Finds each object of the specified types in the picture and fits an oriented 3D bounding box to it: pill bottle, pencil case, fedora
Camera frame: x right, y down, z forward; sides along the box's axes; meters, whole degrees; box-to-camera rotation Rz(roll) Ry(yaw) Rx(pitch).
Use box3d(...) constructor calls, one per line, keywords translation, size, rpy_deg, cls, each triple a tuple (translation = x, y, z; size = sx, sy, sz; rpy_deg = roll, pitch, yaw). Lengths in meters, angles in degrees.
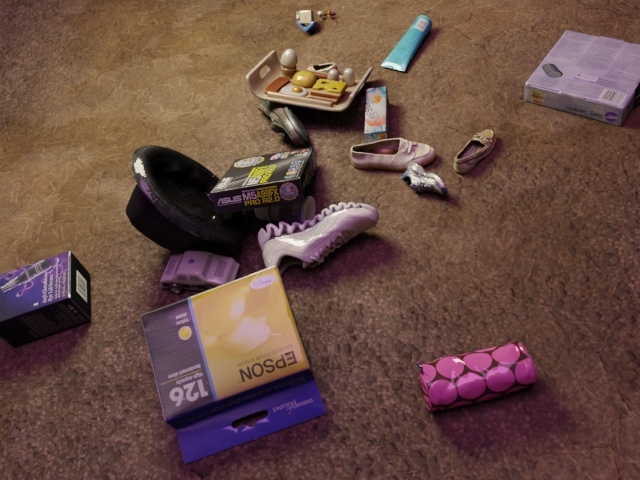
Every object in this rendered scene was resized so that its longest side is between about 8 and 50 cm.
box3d(translation=(-0.087, -0.077, 1.573), size=(0.137, 0.078, 0.078), rpy_deg=(7, 54, 22), cls="pill bottle")
box3d(translation=(0.288, 0.248, 1.198), size=(0.209, 0.095, 0.098), rpy_deg=(-12, 34, 3), cls="pencil case")
box3d(translation=(-0.341, -0.072, 1.533), size=(0.152, 0.334, 0.334), rpy_deg=(-43, 46, 21), cls="fedora")

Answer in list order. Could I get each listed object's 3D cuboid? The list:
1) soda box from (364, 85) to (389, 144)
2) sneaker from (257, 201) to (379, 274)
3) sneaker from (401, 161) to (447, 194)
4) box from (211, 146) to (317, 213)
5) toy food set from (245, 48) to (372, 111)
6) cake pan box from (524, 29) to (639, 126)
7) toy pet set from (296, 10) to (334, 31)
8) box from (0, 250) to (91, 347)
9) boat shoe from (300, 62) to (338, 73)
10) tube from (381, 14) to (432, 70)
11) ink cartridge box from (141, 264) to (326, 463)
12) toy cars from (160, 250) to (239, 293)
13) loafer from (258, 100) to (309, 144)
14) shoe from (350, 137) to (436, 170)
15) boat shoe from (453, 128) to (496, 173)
box3d(translation=(0.152, -0.329, 1.717), size=(0.058, 0.063, 0.183), rpy_deg=(-5, 51, 12), cls="soda box")
box3d(translation=(0.000, 0.000, 1.478), size=(0.292, 0.110, 0.118), rpy_deg=(-18, 56, 12), cls="sneaker")
box3d(translation=(0.250, -0.136, 1.549), size=(0.058, 0.052, 0.135), rpy_deg=(-44, 46, -8), cls="sneaker")
box3d(translation=(-0.130, -0.153, 1.583), size=(0.216, 0.060, 0.270), rpy_deg=(-7, 22, 10), cls="box")
box3d(translation=(-0.026, -0.461, 1.793), size=(0.305, 0.093, 0.220), rpy_deg=(12, 37, 12), cls="toy food set")
box3d(translation=(0.697, -0.420, 1.634), size=(0.266, 0.070, 0.246), rpy_deg=(24, 64, 31), cls="cake pan box")
box3d(translation=(-0.025, -0.717, 2.102), size=(0.122, 0.065, 0.114), rpy_deg=(4, 18, 15), cls="toy pet set")
box3d(translation=(-0.671, 0.142, 1.544), size=(0.207, 0.108, 0.153), rpy_deg=(-20, 50, -1), cls="box")
box3d(translation=(-0.013, -0.510, 1.926), size=(0.136, 0.043, 0.049), rpy_deg=(3, 55, 20), cls="boat shoe")
box3d(translation=(0.263, -0.582, 1.905), size=(0.080, 0.052, 0.207), rpy_deg=(19, 64, 34), cls="tube")
box3d(translation=(-0.179, 0.243, 1.279), size=(0.303, 0.072, 0.307), rpy_deg=(-20, 69, 0), cls="ink cartridge box")
box3d(translation=(-0.234, 0.120, 1.449), size=(0.176, 0.087, 0.393), rpy_deg=(-37, 51, -15), cls="toy cars")
box3d(translation=(-0.106, -0.331, 1.791), size=(0.084, 0.096, 0.268), rpy_deg=(-38, 42, 10), cls="loafer")
box3d(translation=(0.181, -0.219, 1.623), size=(0.218, 0.058, 0.077), rpy_deg=(-2, 52, 14), cls="shoe")
box3d(translation=(0.381, -0.228, 1.580), size=(0.153, 0.048, 0.056), rpy_deg=(-42, 53, -18), cls="boat shoe")
